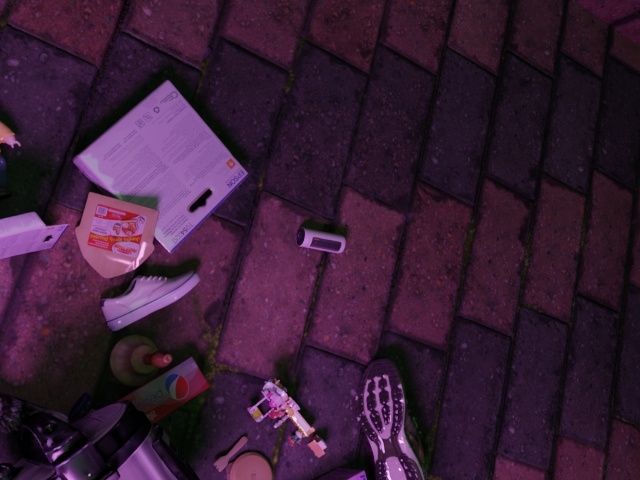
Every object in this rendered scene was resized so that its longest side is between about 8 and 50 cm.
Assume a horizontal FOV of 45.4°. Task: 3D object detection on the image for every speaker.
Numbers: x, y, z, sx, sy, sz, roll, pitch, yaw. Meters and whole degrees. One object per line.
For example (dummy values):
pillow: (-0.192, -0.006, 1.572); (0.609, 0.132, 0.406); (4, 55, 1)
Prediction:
speaker: (0.000, 0.000, 2.173); (0.136, 0.055, 0.055); (11, 75, -29)

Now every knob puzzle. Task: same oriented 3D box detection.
knob puzzle: (-0.498, -0.003, 1.863); (0.213, 0.030, 0.213); (-1, 97, -6)

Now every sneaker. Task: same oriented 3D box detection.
sneaker: (0.217, 0.535, 2.181); (0.182, 0.158, 0.410); (3, 75, -62)
sneaker: (-0.415, 0.124, 1.878); (0.258, 0.094, 0.091); (-30, 101, -31)

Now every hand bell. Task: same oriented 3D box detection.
hand bell: (-0.395, 0.274, 1.775); (0.126, 0.242, 0.126); (6, 77, -29)

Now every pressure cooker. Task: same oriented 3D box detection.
pressure cooker: (-0.451, 0.518, 1.507); (0.420, 0.370, 0.375); (59, 17, -8)

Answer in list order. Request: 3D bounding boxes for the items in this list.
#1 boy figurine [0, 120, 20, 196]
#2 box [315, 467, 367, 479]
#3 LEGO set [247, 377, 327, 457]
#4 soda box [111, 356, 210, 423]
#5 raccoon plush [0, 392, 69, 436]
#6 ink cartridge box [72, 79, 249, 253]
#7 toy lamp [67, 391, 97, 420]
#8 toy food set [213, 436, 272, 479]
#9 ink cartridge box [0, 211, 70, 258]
boy figurine: (-0.775, -0.227, 1.735); (0.177, 0.092, 0.285); (-13, 90, -29)
box: (0.023, 0.740, 1.982); (0.243, 0.117, 0.213); (-14, 89, -42)
LEGO set: (-0.098, 0.473, 1.998); (0.107, 0.132, 0.287); (-39, 125, -14)
soda box: (-0.389, 0.376, 1.800); (0.263, 0.083, 0.092); (-29, 85, -50)
raccoon plush: (-0.765, 0.441, 1.557); (0.447, 0.216, 0.299); (27, 76, -24)
ink cartridge box: (-0.400, -0.187, 1.964); (0.330, 0.071, 0.324); (51, 61, -17)
toy lamp: (-0.459, 0.461, 1.800); (0.275, 0.080, 0.080); (40, 63, -16)
toy food set: (-0.183, 0.609, 1.963); (0.132, 0.038, 0.192); (-40, 96, -37)
ink cartridge box: (-0.682, -0.004, 1.668); (0.224, 0.223, 0.045); (-15, 83, -32)
